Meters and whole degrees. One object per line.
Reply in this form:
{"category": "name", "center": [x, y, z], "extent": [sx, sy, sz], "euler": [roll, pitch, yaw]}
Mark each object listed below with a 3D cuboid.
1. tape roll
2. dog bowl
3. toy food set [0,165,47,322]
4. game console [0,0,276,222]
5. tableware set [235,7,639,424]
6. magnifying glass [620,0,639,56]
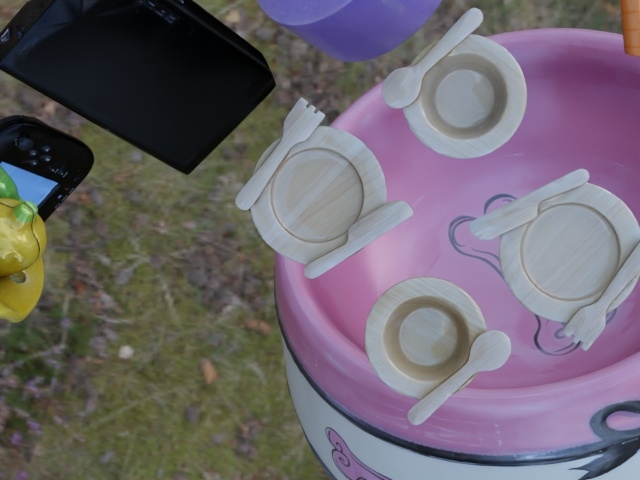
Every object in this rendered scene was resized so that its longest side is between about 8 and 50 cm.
{"category": "tape roll", "center": [0.032, -0.263, 1.145], "extent": [0.080, 0.189, 0.189], "euler": [27, 75, -41]}
{"category": "dog bowl", "center": [0.149, 0.014, 0.901], "extent": [0.408, 0.408, 0.150], "euler": [-56, 144, -25]}
{"category": "toy food set", "center": [-0.248, -0.039, 0.748], "extent": [0.218, 0.071, 0.128], "euler": [36, 35, -11]}
{"category": "game console", "center": [-0.225, -0.075, 1.092], "extent": [0.361, 0.044, 0.213], "euler": [-43, 133, 20]}
{"category": "tableware set", "center": [0.054, -0.009, 0.566], "extent": [0.141, 0.020, 0.168], "euler": [-38, 85, 8]}
{"category": "magnifying glass", "center": [0.139, -0.196, 0.557], "extent": [0.092, 0.026, 0.231], "euler": [-9, 110, 3]}
